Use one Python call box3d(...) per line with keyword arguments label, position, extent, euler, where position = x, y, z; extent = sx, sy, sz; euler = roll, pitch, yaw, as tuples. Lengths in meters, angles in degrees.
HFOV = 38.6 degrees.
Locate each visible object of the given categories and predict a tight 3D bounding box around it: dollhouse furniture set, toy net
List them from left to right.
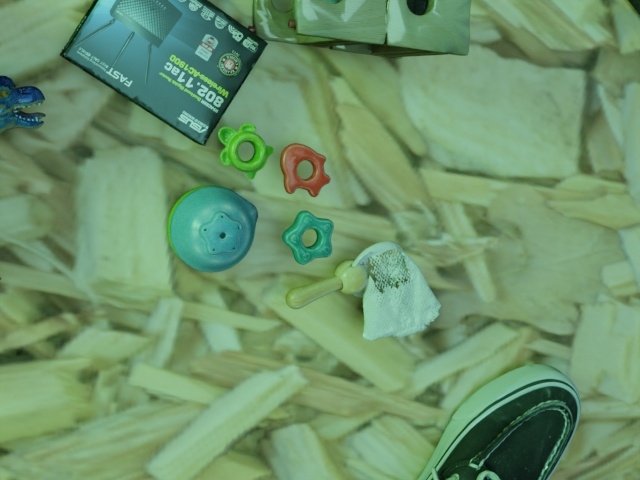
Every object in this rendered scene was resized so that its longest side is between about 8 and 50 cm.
box3d(label="toy net", position=(0.000, 0.000, 0.732), extent=(0.232, 0.045, 0.122), euler=(25, 89, -22))
box3d(label="dollhouse furniture set", position=(0.031, -0.232, 0.656), extent=(0.128, 0.129, 0.184), euler=(3, 99, -19))

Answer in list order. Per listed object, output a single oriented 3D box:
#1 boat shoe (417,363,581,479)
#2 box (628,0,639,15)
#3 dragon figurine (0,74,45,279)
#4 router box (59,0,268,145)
box3d(label="boat shoe", position=(0.124, 0.237, 0.777), extent=(0.306, 0.105, 0.113), euler=(-41, 109, -8))
box3d(label="box", position=(0.347, -0.197, 0.713), extent=(0.183, 0.231, 0.056), euler=(43, 81, -20))
box3d(label="dragon figurine", position=(-0.308, -0.013, 0.603), extent=(0.289, 0.085, 0.144), euler=(-24, 106, -14))
box3d(label="router box", position=(-0.114, -0.140, 0.671), extent=(0.122, 0.038, 0.092), euler=(32, 89, -20))
